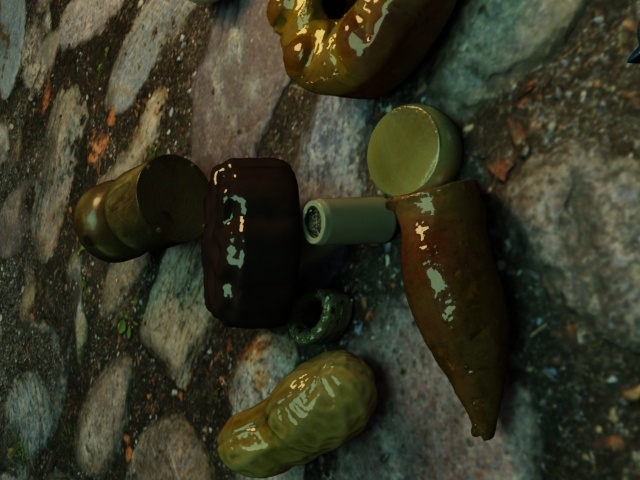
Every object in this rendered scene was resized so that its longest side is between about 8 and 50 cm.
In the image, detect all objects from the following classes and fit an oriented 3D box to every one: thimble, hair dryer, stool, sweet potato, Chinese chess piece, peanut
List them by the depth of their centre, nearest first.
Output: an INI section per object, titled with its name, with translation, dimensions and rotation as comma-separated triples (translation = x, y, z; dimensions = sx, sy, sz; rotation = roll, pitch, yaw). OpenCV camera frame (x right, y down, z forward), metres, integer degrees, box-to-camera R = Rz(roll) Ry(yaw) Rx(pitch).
[sweet potato]
translation = 0.173, 0.081, 0.842
dimensions = 0.131, 0.131, 0.336
rotation = -24, 68, 42
[Chinese chess piece]
translation = 0.134, -0.124, 0.959
dimensions = 0.144, 0.059, 0.143
rotation = -4, 84, 46
[peanut]
translation = -0.039, 0.274, 1.023
dimensions = 0.305, 0.147, 0.146
rotation = -41, 58, 35
[hair dryer]
translation = 0.000, 0.000, 1.048
dimensions = 0.236, 0.131, 0.073
rotation = -35, 64, 53
[thimble]
translation = 0.000, 0.119, 1.061
dimensions = 0.110, 0.062, 0.084
rotation = -42, 58, 35
[stool]
translation = -0.365, -0.059, 1.373
dimensions = 0.264, 0.179, 0.179
rotation = -14, 75, 44

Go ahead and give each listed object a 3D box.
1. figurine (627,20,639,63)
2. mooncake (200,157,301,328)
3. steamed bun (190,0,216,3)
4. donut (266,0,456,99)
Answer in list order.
[figurine]
translation = 0.388, -0.196, 0.697
dimensions = 0.077, 0.079, 0.136
rotation = -27, 52, -6
[mooncake]
translation = -0.118, 0.005, 1.065
dimensions = 0.283, 0.142, 0.282
rotation = 180, 90, -75
[steamed bun]
translation = -0.216, -0.561, 1.336
dimensions = 0.183, 0.106, 0.182
rotation = -4, 84, 42
[donut]
translation = 0.062, -0.366, 0.995
dimensions = 0.317, 0.150, 0.298
rotation = -17, 73, 42
